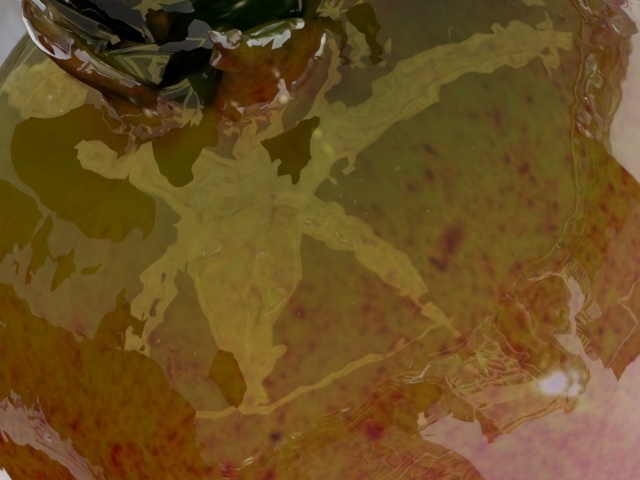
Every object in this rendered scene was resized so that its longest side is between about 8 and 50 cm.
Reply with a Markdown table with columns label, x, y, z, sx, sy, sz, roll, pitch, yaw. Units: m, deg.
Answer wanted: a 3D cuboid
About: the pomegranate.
| label | x | y | z | sx | sy | sz | roll | pitch | yaw |
| --- | --- | --- | --- | --- | --- | --- | --- | --- | --- |
| pomegranate | 0.000 | 0.000 | 0.497 | 0.221 | 0.256 | 0.221 | -17 | -140 | 15 |
